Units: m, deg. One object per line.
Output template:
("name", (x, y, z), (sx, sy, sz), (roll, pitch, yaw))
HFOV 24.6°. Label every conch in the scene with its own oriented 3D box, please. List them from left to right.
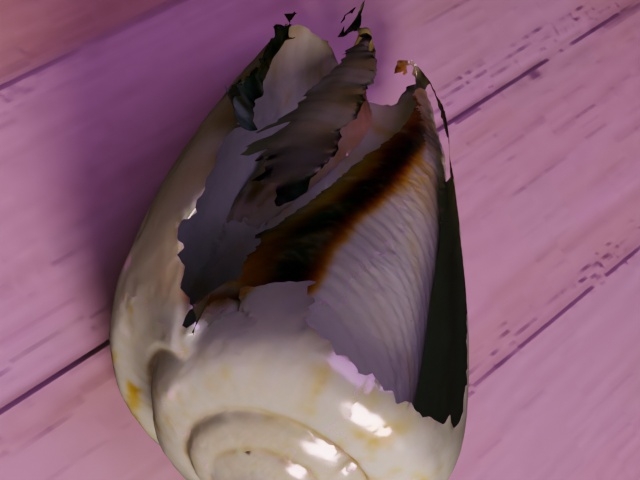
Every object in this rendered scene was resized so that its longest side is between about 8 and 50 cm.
("conch", (-0.002, -0.006, 0.574), (0.143, 0.137, 0.250), (24, 62, -25))
